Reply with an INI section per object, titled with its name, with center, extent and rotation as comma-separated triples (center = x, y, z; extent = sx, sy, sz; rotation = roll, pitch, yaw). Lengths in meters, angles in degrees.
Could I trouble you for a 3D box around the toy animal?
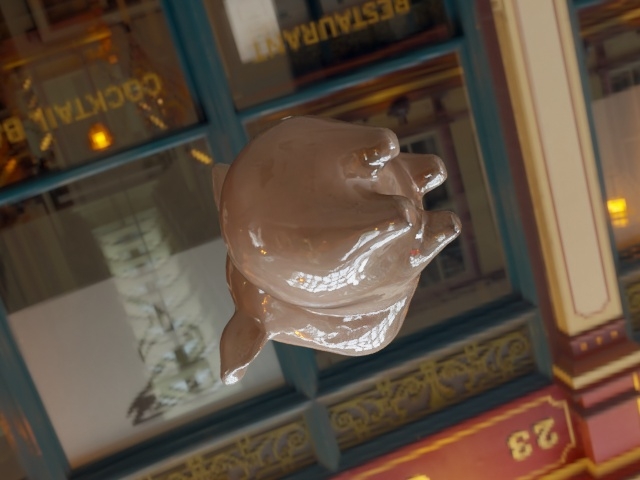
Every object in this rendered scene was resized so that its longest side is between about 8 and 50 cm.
[toy animal]
center = 0.000, 0.000, 0.998
extent = 0.269, 0.237, 0.326
rotation = -13, 159, 22
